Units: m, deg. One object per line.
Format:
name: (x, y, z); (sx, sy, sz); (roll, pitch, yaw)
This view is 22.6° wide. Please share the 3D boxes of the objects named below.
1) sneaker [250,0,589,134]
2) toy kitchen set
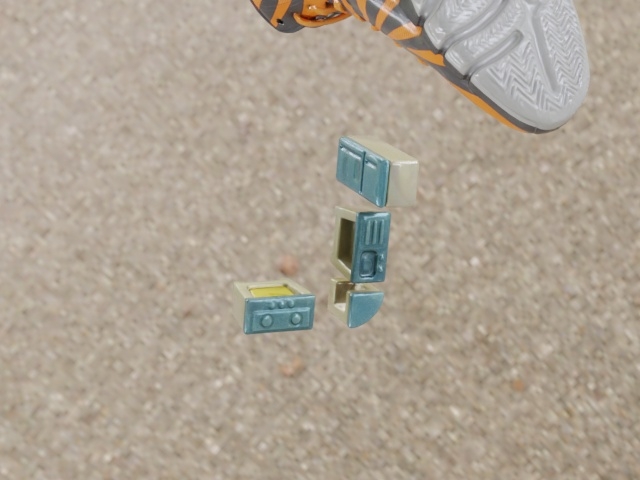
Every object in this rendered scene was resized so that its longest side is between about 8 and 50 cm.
sneaker: (0.059, -0.189, 1.216); (0.124, 0.321, 0.180); (-36, -6, -30)
toy kitchen set: (0.000, 0.000, 1.746); (0.122, 0.166, 0.207); (-146, 57, -61)
